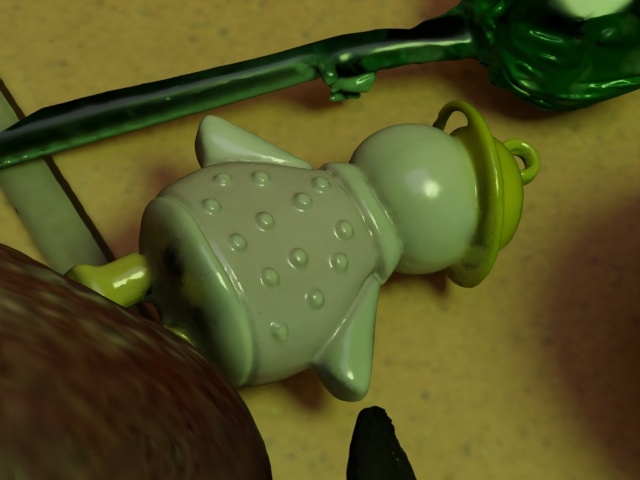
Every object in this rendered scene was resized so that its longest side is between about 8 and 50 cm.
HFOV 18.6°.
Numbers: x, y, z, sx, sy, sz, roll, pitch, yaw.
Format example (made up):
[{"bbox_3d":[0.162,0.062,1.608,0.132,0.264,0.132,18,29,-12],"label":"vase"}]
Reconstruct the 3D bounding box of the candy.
[{"bbox_3d":[0.003,-0.073,0.820,0.323,0.097,0.097,-14,63,-7],"label":"candy"}]

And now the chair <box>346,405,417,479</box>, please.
[{"bbox_3d":[0.221,0.127,0.558,0.401,0.226,0.226,-9,60,6],"label":"chair"}]

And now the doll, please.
[{"bbox_3d":[0.000,0.000,0.765,0.207,0.081,0.129,-22,73,-22],"label":"doll"}]

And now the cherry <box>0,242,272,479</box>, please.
[{"bbox_3d":[-0.152,0.092,0.601,0.285,0.213,0.236,9,22,-36],"label":"cherry"}]
